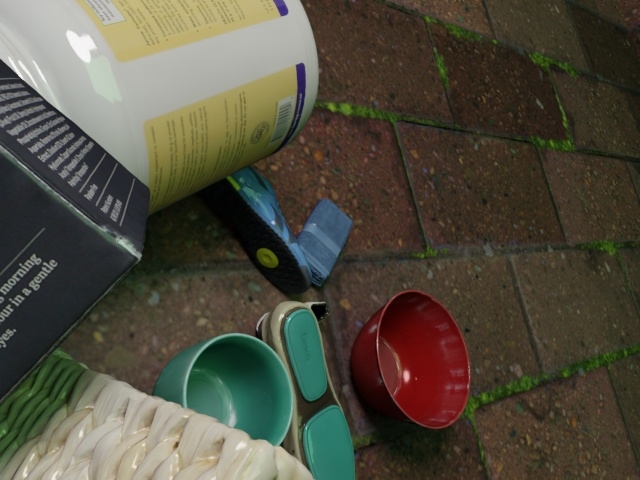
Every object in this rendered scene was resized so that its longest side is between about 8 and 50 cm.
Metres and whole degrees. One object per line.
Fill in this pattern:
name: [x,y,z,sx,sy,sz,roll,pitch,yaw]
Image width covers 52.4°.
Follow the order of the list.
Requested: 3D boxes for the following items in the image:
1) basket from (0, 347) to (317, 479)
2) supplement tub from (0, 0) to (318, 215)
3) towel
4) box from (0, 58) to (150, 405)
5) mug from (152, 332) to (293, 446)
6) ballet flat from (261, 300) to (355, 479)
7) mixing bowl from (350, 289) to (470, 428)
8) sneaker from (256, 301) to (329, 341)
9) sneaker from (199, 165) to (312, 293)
basket: [-0.113,0.290,0.408,0.328,0.266,0.331,53,54,-37]
supplement tub: [-0.188,-0.147,0.629,0.331,0.241,0.241,-33,96,-41]
towel: [0.000,0.000,0.899,0.067,0.029,0.119,45,48,-19]
box: [-0.327,0.004,0.356,0.343,0.179,0.312,-45,111,2]
mug: [-0.118,0.164,0.666,0.158,0.097,0.129,25,57,-33]
ballet flat: [-0.021,0.192,0.756,0.086,0.086,0.248,-11,91,-45]
mixing bowl: [0.107,0.165,0.875,0.181,0.098,0.181,18,61,-37]
sneaker: [-0.034,0.099,0.813,0.109,0.044,0.040,-22,90,-44]
sneaker: [-0.068,-0.029,0.821,0.209,0.069,0.082,53,41,-11]
